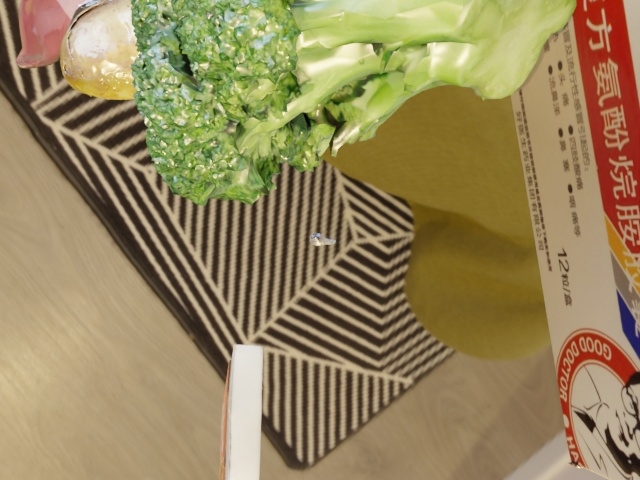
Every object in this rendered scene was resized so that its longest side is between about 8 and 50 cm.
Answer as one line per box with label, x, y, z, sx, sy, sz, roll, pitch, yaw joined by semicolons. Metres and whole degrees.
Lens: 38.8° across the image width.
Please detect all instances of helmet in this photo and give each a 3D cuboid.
helmet;-0.317;-0.345;1.247;0.253;0.198;0.154;-4;120;18

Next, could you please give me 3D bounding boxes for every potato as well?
potato;-0.167;-0.191;0.871;0.170;0.080;0.107;-24;80;4

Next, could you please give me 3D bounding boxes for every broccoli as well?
broccoli;0.012;-0.146;0.551;0.294;0.245;0.265;-36;138;-36

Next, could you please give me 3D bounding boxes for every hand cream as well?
hand cream;0.000;0.000;1.371;0.030;0.093;0.019;15;90;11

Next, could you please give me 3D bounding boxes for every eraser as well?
eraser;-0.094;0.228;1.040;0.038;0.230;0.157;4;64;-8

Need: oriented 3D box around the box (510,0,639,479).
box;0.206;-0.012;0.577;0.069;0.214;0.353;-11;92;-13
